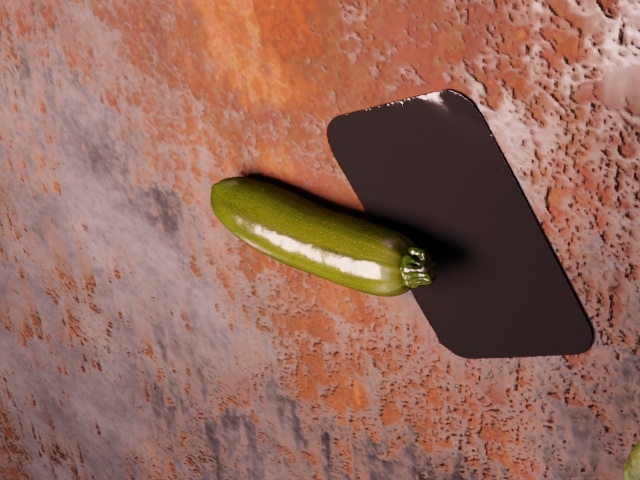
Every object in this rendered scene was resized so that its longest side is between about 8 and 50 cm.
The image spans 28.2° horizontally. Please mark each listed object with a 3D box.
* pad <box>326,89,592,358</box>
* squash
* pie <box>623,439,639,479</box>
[{"bbox_3d":[0.118,-0.005,1.107,0.181,0.004,0.267,-8,118,48],"label":"pad"},{"bbox_3d":[0.000,0.000,1.171,0.258,0.069,0.069,22,138,33],"label":"squash"},{"bbox_3d":[0.384,0.224,1.013,0.302,0.067,0.303,25,139,24],"label":"pie"}]
